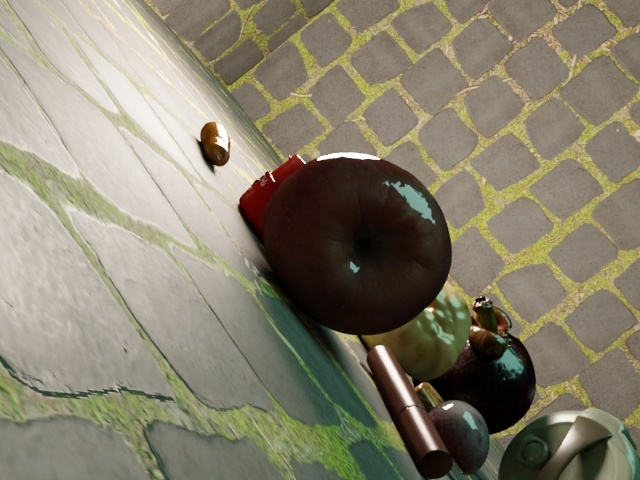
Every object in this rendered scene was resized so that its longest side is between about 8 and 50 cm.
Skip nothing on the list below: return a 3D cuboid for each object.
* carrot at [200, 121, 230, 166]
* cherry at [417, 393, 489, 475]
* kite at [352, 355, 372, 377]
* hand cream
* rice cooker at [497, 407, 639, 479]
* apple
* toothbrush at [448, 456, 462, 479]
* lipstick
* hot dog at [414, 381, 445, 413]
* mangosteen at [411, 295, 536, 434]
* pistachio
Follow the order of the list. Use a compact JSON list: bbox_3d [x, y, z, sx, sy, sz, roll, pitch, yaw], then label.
[{"bbox_3d":[-0.203,-0.187,1.819,0.060,0.060,0.186,50,6,-26],"label":"carrot"},{"bbox_3d":[0.238,0.355,1.706,0.188,0.115,0.148,35,50,-48],"label":"cherry"},{"bbox_3d":[0.074,0.222,1.669,0.078,0.002,0.044,51,4,-23],"label":"kite"},{"bbox_3d":[-0.034,-0.033,1.712,0.230,0.149,0.230,50,2,-3],"label":"hand cream"},{"bbox_3d":[0.583,0.563,2.063,0.325,0.335,0.335,51,4,-40],"label":"rice cooker"},{"bbox_3d":[0.056,0.005,1.486,0.305,0.306,0.235,51,-3,-5],"label":"apple"},{"bbox_3d":[0.305,0.498,1.642,0.275,0.025,0.019,52,3,13],"label":"toothbrush"},{"bbox_3d":[0.142,0.277,1.554,0.057,0.057,0.356,50,5,-23],"label":"lipstick"},{"bbox_3d":[0.277,0.405,2.015,0.066,0.047,0.215,-19,65,-47],"label":"hot dog"},{"bbox_3d":[0.362,0.297,2.153,0.297,0.293,0.297,29,-5,3],"label":"mangosteen"},{"bbox_3d":[0.179,0.156,1.956,0.321,0.229,0.237,48,-41,43],"label":"pistachio"}]
